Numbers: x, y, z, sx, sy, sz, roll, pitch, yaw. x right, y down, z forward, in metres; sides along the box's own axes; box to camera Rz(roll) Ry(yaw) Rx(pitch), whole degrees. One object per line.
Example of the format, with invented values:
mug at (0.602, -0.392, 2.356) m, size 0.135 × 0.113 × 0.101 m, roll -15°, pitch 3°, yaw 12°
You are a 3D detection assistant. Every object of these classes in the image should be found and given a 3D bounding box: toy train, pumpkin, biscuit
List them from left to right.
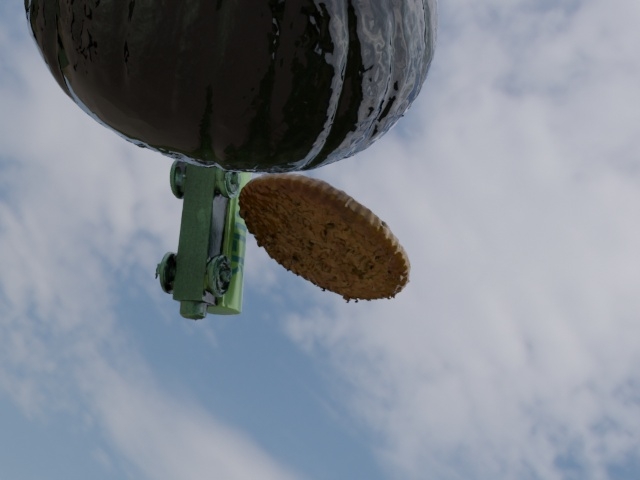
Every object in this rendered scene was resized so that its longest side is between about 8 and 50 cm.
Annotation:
toy train at (-0.147, -0.011, 1.614) m, size 0.105 × 0.253 × 0.157 m, roll -1°, pitch -13°, yaw 20°
pumpkin at (-0.046, -0.169, 0.685) m, size 0.248 × 0.248 × 0.248 m, roll 32°, pitch -31°, yaw 22°
biscuit at (0.000, 0.000, 1.533) m, size 0.254 × 0.035 × 0.254 m, roll 25°, pitch -28°, yaw 14°
